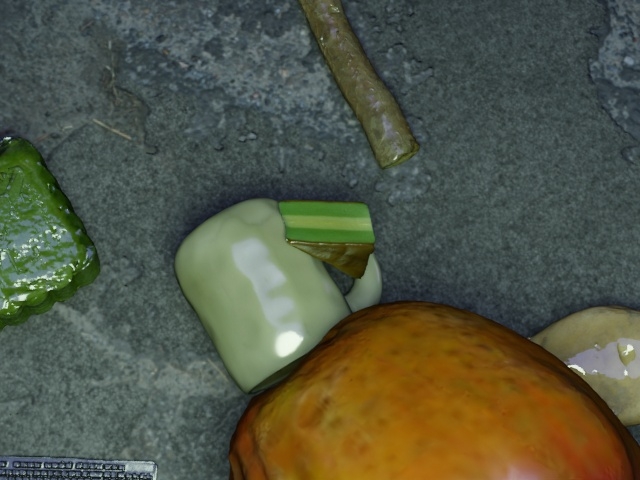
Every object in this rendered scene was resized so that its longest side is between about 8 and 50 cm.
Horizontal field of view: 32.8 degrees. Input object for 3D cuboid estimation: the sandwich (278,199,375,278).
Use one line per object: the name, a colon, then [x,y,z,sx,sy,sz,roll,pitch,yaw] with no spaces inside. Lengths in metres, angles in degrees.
sandwich: [0.000,0.000,1.338,0.116,0.074,0.074,2,52,-17]

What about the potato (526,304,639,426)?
potato: [0.369,0.156,1.395,0.234,0.128,0.161,15,68,4]

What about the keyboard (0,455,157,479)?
keyboard: [-0.301,0.304,1.332,0.196,0.015,0.074,4,73,-5]

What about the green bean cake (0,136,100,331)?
green bean cake: [-0.402,-0.003,1.365,0.200,0.113,0.214,-26,78,-16]

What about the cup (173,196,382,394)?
cup: [-0.037,0.045,1.359,0.255,0.173,0.202,-28,79,-13]

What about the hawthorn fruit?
hawthorn fruit: [0.111,0.298,1.185,0.471,0.472,0.472,2,73,-6]

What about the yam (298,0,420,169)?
yam: [0.047,-0.237,1.515,0.066,0.066,0.300,-24,78,-13]
